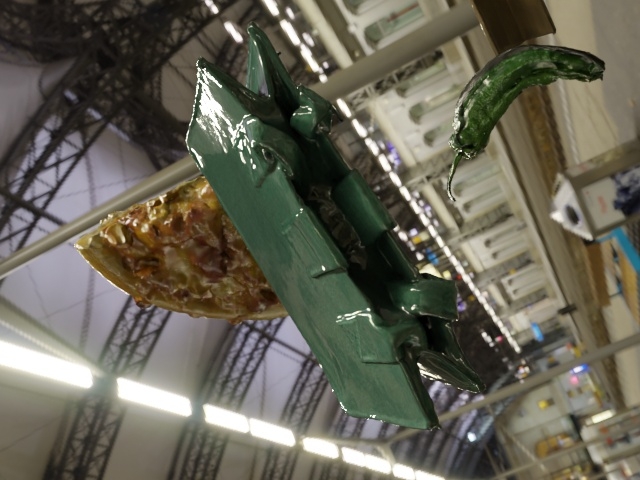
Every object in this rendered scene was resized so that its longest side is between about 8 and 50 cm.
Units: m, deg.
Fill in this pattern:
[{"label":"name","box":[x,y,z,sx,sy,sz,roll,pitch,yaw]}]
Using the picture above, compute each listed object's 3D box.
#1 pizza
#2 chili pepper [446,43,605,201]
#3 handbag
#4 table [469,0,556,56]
[{"label":"pizza","box":[-0.113,0.007,0.873,0.336,0.226,0.086,13,-145,-17]},{"label":"chili pepper","box":[0.259,-0.188,1.042,0.122,0.279,0.065,51,-167,13]},{"label":"handbag","box":[0.000,0.000,0.630,0.326,0.089,0.238,59,166,0]},{"label":"table","box":[0.283,-0.419,1.173,0.226,0.167,0.167,59,-166,-17]}]
